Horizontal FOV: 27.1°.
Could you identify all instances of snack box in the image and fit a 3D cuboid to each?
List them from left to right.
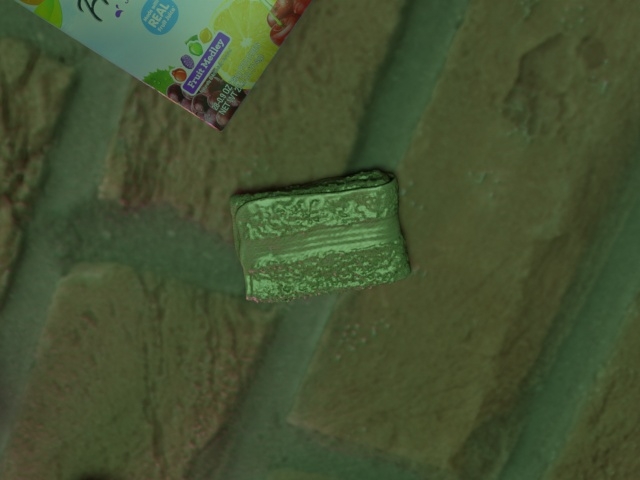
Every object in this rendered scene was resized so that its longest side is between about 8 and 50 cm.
[{"bbox_3d":[-0.114,-0.213,1.024,0.207,0.070,0.174,32,111,-11],"label":"snack box"}]

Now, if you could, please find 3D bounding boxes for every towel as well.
[{"bbox_3d":[0.000,0.000,1.143,0.148,0.027,0.110,-9,115,4],"label":"towel"}]
